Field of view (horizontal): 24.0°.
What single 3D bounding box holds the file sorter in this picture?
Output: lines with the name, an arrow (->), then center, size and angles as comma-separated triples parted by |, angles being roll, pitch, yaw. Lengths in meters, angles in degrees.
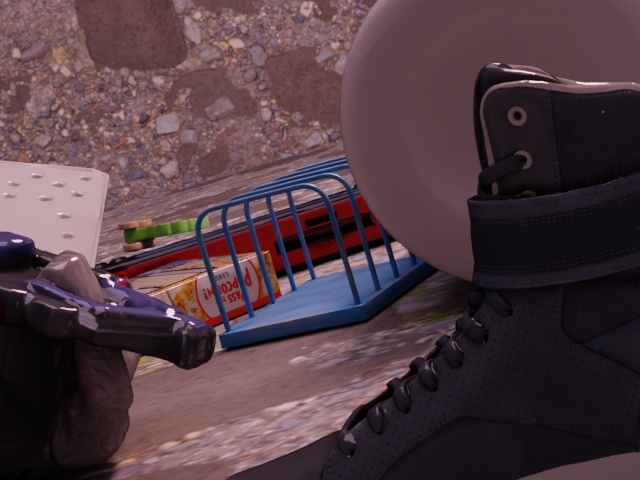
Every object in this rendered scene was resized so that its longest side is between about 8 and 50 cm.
file sorter -> 0.000, 0.000, 1.127 | 0.118, 0.104, 0.170 | -13, 7, 26

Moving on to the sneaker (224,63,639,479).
sneaker -> 0.049, 0.025, 0.544 | 0.226, 0.163, 0.086 | -17, 8, 10

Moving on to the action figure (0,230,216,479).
action figure -> -0.241, 0.077, 0.809 | 0.341, 0.178, 0.330 | 21, 25, 37

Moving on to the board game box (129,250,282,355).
board game box -> -0.152, 0.060, 1.249 | 0.193, 0.045, 0.147 | -21, 8, -36

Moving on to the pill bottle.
pill bottle -> 0.162, -0.113, 1.125 | 0.229, 0.229, 0.408 | -15, 7, 15

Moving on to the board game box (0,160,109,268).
board game box -> -0.366, 0.017, 1.131 | 0.390, 0.050, 0.390 | 4, 21, -6

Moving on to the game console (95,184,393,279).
game console -> -0.078, -0.002, 1.545 | 0.386, 0.060, 0.342 | -17, 7, -9

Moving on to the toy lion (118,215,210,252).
toy lion -> -0.167, -0.012, 1.648 | 0.096, 0.034, 0.100 | -10, 1, 6
